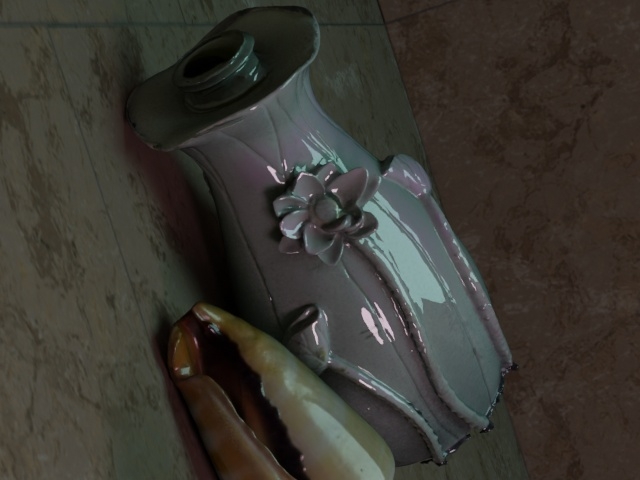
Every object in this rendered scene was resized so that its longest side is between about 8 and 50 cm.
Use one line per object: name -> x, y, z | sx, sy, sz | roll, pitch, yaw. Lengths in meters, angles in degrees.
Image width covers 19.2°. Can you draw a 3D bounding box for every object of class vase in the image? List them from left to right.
vase -> 0.000, 0.000, 1.752 | 0.445, 0.250, 0.250 | 59, 19, -32

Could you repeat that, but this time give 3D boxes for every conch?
conch -> -0.048, 0.168, 1.618 | 0.255, 0.127, 0.158 | 50, 47, -5
